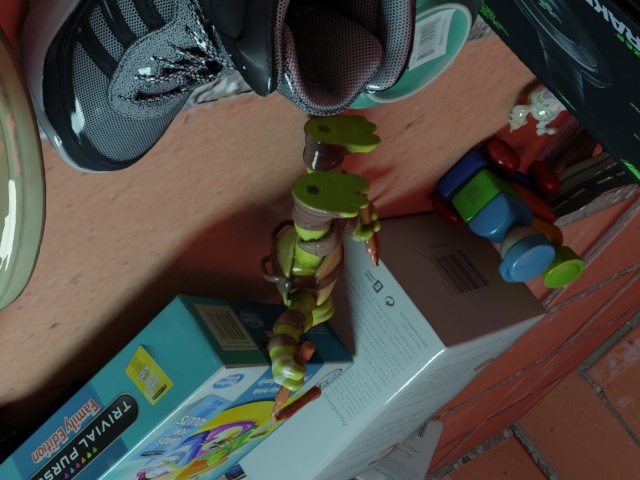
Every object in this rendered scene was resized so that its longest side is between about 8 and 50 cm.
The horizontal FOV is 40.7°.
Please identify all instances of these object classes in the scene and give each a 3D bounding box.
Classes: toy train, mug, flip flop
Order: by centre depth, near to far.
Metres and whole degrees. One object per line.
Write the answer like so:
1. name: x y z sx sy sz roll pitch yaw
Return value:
1. mug: 0.022 -0.140 0.493 0.158 0.097 0.129 -5 143 -52
2. toy train: 0.246 -0.007 0.964 0.248 0.143 0.105 18 126 -45
3. flip flop: 0.349 -0.104 1.070 0.112 0.080 0.277 10 148 -45

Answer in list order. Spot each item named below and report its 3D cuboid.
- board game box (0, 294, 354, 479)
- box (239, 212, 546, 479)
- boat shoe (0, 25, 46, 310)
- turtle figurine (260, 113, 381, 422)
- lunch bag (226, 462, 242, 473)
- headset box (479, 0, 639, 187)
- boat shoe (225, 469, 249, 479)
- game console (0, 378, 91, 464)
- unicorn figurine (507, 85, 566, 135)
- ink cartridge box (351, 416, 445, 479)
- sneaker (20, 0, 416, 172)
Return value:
1. board game box: -0.156 0.193 0.831 0.336 0.079 0.254 -43 157 16
2. box: 0.056 0.142 1.019 0.215 0.168 0.345 -9 145 -48
3. boat shoe: -0.222 0.005 0.435 0.098 0.109 0.302 -16 157 -42
4. turtle figurine: 0.000 0.000 0.730 0.217 0.087 0.269 99 15 -47
5. lunch bag: -0.113 0.269 1.167 0.098 0.067 0.065 -28 157 -14
6. headset box: 0.189 -0.156 0.506 0.131 0.246 0.283 -39 159 8
7. boat shoe: -0.008 0.271 1.276 0.306 0.104 0.113 -30 162 3
8. game console: -0.317 0.211 0.794 0.213 0.044 0.361 -45 156 22
9. unicorn figurine: 0.258 -0.155 0.848 0.162 0.060 0.111 -40 158 11
10. ink cartridge box: 0.082 0.487 1.651 0.271 0.130 0.309 -58 178 -42
11. sneaker: -0.053 -0.095 0.404 0.101 0.153 0.268 -13 149 -43
